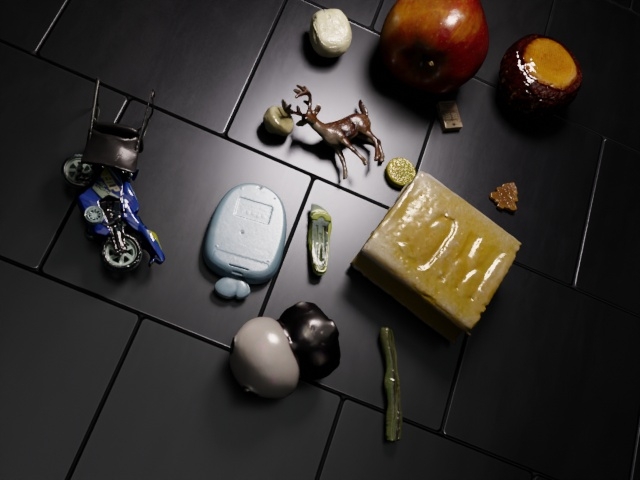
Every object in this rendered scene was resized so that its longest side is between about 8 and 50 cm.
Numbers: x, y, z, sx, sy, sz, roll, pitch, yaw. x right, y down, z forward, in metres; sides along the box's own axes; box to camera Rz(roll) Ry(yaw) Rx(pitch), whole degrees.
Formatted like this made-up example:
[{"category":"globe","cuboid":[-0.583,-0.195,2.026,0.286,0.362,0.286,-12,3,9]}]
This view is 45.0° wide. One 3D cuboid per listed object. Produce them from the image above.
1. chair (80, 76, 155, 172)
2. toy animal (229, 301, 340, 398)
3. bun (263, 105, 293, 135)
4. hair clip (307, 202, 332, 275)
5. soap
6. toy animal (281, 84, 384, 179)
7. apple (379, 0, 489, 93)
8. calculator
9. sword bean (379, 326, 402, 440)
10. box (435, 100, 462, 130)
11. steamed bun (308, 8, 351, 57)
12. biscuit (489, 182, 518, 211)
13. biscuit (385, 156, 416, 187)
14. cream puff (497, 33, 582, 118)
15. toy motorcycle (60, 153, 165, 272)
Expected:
[{"category":"chair","cuboid":[-0.474,-0.242,1.802,0.140,0.145,0.221,9,68,-11]},{"category":"toy animal","cuboid":[-0.087,0.247,1.715,0.235,0.165,0.187,-22,75,-19]},{"category":"bun","cuboid":[-0.111,-0.301,1.972,0.086,0.055,0.086,26,46,-30]},{"category":"hair clip","cuboid":[0.000,0.000,1.902,0.060,0.033,0.189,8,66,-15]},{"category":"soap","cuboid":[0.287,0.037,1.904,0.335,0.156,0.293,38,70,2]},{"category":"toy animal","cuboid":[0.038,-0.288,1.990,0.243,0.087,0.260,-23,78,-46]},{"category":"apple","cuboid":[0.306,-0.548,2.062,0.288,0.288,0.317,24,56,-6]},{"category":"calculator","cuboid":[-0.179,-0.001,1.849,0.188,0.042,0.303,16,64,-10]},{"category":"sword bean","cuboid":[0.165,0.335,1.821,0.043,0.038,0.270,13,65,-37]},{"category":"box","cuboid":[0.355,-0.344,2.132,0.053,0.024,0.083,-8,71,-18]},{"category":"steamed bun","cuboid":[0.027,-0.551,2.083,0.112,0.091,0.130,-10,76,-14]},{"category":"biscuit","cuboid":[0.501,-0.121,2.092,0.082,0.016,0.092,29,64,2]},{"category":"biscuit","cuboid":[0.211,-0.178,2.031,0.083,0.023,0.084,6,67,-13]},{"category":"cream puff","cuboid":[0.604,-0.452,2.162,0.238,0.165,0.239,7,64,-15]},{"category":"toy motorcycle","cuboid":[-0.463,-0.073,1.763,0.168,0.113,0.316,-23,79,-25]}]
